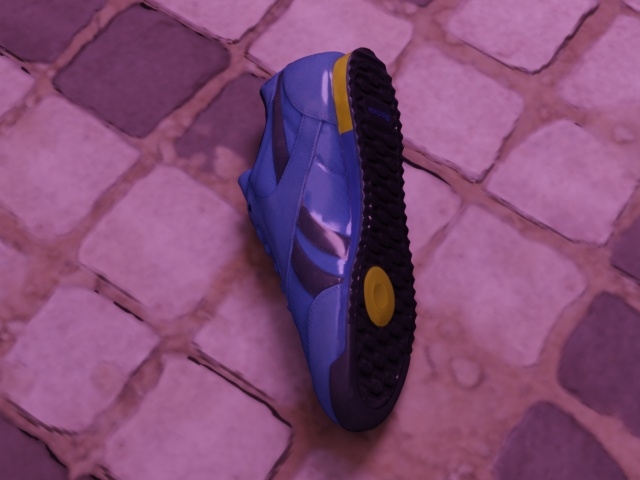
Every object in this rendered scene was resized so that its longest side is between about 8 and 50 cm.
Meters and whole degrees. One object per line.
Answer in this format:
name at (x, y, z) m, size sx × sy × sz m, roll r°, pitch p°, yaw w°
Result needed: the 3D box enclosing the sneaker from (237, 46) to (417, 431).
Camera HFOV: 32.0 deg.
sneaker at (0.000, 0.000, 0.600) m, size 0.082 × 0.069 × 0.209 m, roll -12°, pitch 71°, yaw 29°
